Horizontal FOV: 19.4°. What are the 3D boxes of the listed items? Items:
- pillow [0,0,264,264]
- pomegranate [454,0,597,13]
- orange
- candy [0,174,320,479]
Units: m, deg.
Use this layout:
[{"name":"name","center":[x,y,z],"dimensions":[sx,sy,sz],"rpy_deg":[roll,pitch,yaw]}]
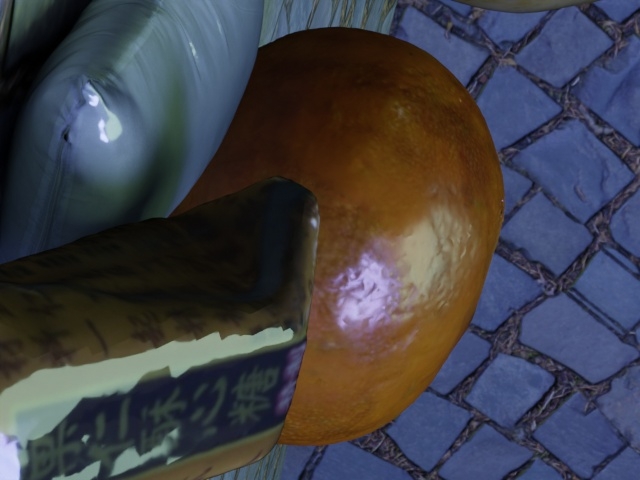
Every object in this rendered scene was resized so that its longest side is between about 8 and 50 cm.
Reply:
[{"name":"pillow","center":[-0.080,-0.082,0.885],"dimensions":[0.254,0.078,0.144],"rpy_deg":[-65,169,-51]},{"name":"pomegranate","center":[0.089,-0.274,1.013],"dimensions":[0.319,0.319,0.319],"rpy_deg":[16,90,-85]},{"name":"orange","center":[0.000,0.000,1.245],"dimensions":[0.284,0.226,0.284],"rpy_deg":[23,90,-86]},{"name":"candy","center":[-0.106,0.061,0.727],"dimensions":[0.271,0.101,0.143],"rpy_deg":[-17,126,-49]}]
